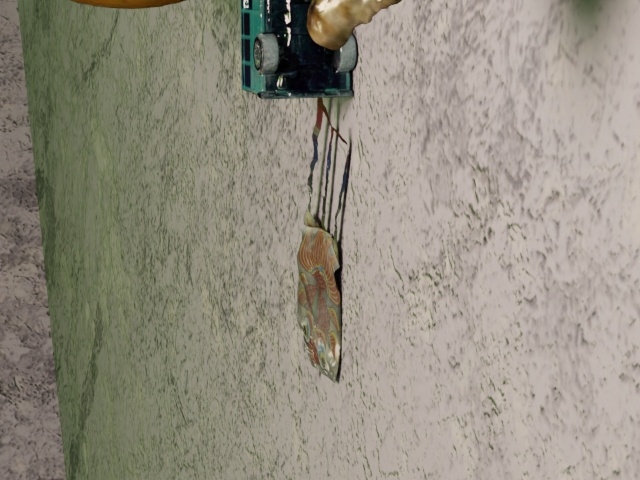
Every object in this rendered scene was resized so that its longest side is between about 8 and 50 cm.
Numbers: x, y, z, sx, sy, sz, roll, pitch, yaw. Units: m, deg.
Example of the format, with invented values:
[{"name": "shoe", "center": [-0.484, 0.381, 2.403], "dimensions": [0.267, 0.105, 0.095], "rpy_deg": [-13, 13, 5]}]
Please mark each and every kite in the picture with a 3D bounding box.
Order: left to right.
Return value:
[{"name": "kite", "center": [0.003, 0.000, 1.499], "dimensions": [0.127, 0.016, 0.229], "rpy_deg": [-126, 34, -56]}]

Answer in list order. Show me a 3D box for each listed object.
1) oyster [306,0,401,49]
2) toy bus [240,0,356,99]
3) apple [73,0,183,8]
[{"name": "oyster", "center": [0.060, -0.282, 1.011], "dimensions": [0.221, 0.096, 0.361], "rpy_deg": [-107, 41, -74]}, {"name": "toy bus", "center": [-0.021, -0.191, 1.443], "dimensions": [0.092, 0.079, 0.160], "rpy_deg": [-153, 61, -71]}, {"name": "apple", "center": [-0.159, -0.339, 1.546], "dimensions": [0.299, 0.275, 0.299], "rpy_deg": [17, -90, -75]}]
